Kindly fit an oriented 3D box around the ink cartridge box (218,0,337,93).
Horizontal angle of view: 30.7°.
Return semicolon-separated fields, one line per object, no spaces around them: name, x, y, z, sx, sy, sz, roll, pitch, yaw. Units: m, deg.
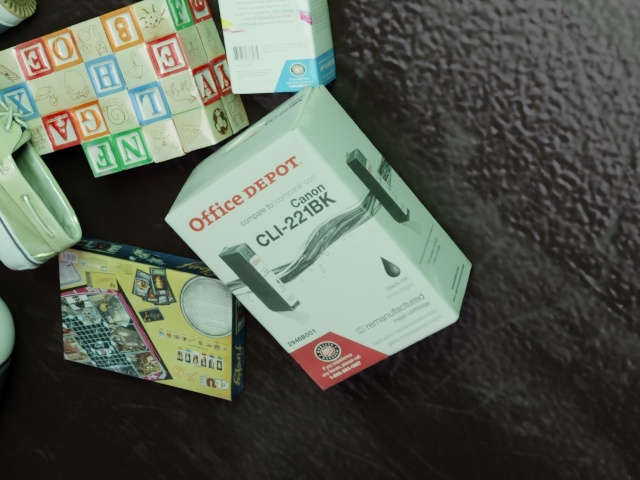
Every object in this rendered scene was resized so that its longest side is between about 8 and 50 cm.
ink cartridge box;-0.049;-0.252;1.238;0.104;0.061;0.181;1;111;22

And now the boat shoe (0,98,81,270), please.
boat shoe;-0.371;-0.110;1.322;0.094;0.109;0.302;-21;111;14

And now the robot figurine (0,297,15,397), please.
robot figurine;-0.507;0.178;1.544;0.209;0.173;0.278;29;119;8

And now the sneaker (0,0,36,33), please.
sneaker;-0.468;-0.349;1.360;0.153;0.099;0.282;-27;101;28

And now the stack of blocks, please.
stack of blocks;-0.250;-0.168;1.344;0.297;0.087;0.171;-12;105;27

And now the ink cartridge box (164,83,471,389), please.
ink cartridge box;0.000;0.000;1.257;0.197;0.114;0.273;-32;108;30

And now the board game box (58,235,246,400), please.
board game box;-0.211;0.095;1.459;0.243;0.042;0.165;11;114;19
